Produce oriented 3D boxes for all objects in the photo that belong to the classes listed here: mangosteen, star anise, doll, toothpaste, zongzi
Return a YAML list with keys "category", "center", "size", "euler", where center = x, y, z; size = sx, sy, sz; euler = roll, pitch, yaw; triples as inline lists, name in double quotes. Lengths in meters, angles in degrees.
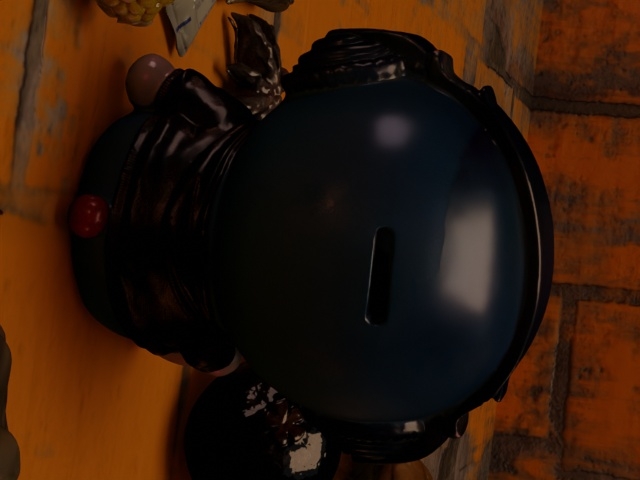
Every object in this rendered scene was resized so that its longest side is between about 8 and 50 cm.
- category: "mangosteen"
  center: [-0.052, 0.168, 1.270]
  size: [0.151, 0.137, 0.137]
  euler: [143, -36, -62]
- category: "star anise"
  center: [-0.053, -0.122, 1.275]
  size: [0.141, 0.042, 0.141]
  euler: [8, 90, -75]
- category: "doll"
  center: [0.000, 0.000, 1.021]
  size: [0.240, 0.310, 0.284]
  euler: [-25, 120, -70]
- category: "toothpaste"
  center: [-0.072, -0.229, 1.188]
  size: [0.052, 0.033, 0.218]
  euler: [78, 26, -45]
- category: "zongzi"
  center: [-0.052, -0.199, 1.266]
  size: [0.076, 0.040, 0.083]
  euler: [84, 31, -57]

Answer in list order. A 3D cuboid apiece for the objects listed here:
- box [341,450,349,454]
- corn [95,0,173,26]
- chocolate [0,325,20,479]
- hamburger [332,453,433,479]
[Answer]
- category: "box"
  center: [0.026, 0.066, 1.393]
  size: [0.259, 0.071, 0.168]
  euler: [-120, -150, -69]
- category: "corn"
  center: [-0.124, -0.226, 0.935]
  size: [0.067, 0.067, 0.206]
  euler: [-62, 151, -53]
- category: "chocolate"
  center: [-0.207, 0.094, 0.512]
  size: [0.225, 0.210, 0.340]
  euler: [-55, 148, -64]
- category: "hamburger"
  center: [0.012, 0.326, 1.463]
  size: [0.209, 0.162, 0.330]
  euler: [44, 59, -72]
